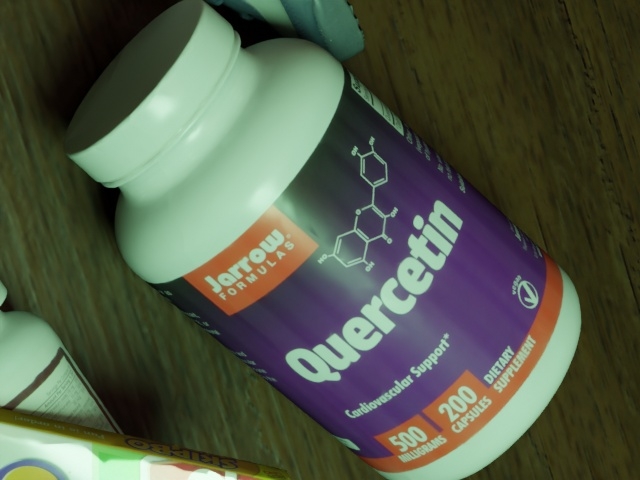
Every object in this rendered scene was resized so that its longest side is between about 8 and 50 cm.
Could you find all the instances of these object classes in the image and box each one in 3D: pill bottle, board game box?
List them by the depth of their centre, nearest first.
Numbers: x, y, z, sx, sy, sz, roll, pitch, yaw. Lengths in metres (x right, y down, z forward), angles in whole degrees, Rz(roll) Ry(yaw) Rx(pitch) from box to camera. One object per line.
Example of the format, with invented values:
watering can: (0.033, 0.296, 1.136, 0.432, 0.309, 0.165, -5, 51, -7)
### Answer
board game box: (-0.154, 0.163, 1.082, 0.259, 0.039, 0.124, 14, 98, -11)
pill bottle: (-0.185, 0.120, 1.146, 0.121, 0.121, 0.221, -39, 107, -23)
pill bottle: (0.000, 0.000, 1.213, 0.323, 0.181, 0.181, 41, 72, -22)

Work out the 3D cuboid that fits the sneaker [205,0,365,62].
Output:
sneaker: (-0.111, -0.202, 1.214, 0.131, 0.112, 0.319, -46, 108, -3)
